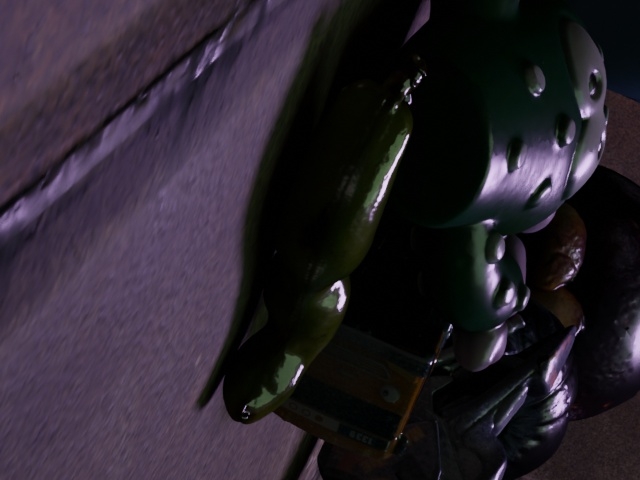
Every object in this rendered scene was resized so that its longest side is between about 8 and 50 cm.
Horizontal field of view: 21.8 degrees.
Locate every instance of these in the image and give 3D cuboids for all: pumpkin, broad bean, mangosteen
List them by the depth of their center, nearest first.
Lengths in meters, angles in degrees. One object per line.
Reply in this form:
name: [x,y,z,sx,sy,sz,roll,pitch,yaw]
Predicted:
broad bean: [0.000,0.000,0.787,0.070,0.048,0.214,-54,168,-57]
pumpkin: [0.134,0.130,1.488,0.140,0.202,0.202,-121,-135,-56]
mangosteen: [0.231,0.045,1.660,0.287,0.233,0.288,17,90,-81]

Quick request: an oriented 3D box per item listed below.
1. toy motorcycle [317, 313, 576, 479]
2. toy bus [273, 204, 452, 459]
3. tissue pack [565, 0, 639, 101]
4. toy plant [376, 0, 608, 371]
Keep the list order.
toy motorcycle: [0.083,0.173,1.318,0.307,0.173,0.108,-62,169,-18]
toy bus: [0.035,0.045,0.977,0.182,0.091,0.103,-56,168,-59]
tissue pack: [0.306,-0.221,1.531,0.206,0.198,0.287,-63,173,11]
toy plant: [0.093,-0.071,0.887,0.243,0.112,0.232,-64,152,-44]
